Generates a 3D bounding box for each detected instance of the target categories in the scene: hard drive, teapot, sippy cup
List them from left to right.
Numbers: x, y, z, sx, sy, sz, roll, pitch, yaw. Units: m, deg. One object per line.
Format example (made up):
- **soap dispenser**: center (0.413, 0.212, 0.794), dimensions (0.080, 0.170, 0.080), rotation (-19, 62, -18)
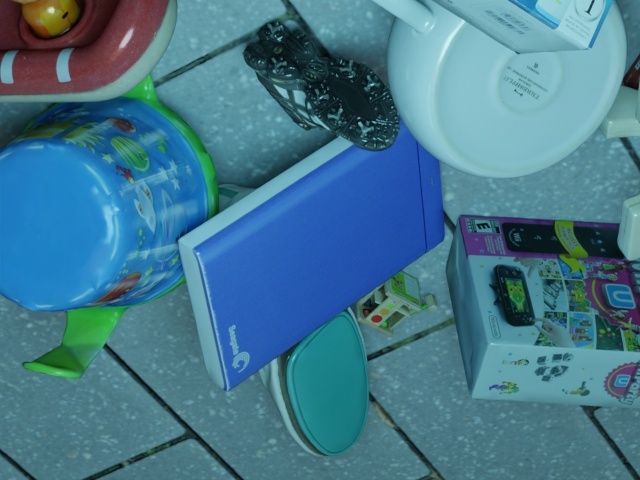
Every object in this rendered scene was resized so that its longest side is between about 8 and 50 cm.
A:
- **sippy cup**: center (-0.241, -0.029, 1.730), dimensions (0.240, 0.224, 0.305), rotation (-24, 93, 15)
- **hard drive**: center (0.000, 0.000, 1.842), dimensions (0.318, 0.040, 0.210), rotation (-34, 139, -24)
- **teapot**: center (0.160, -0.197, 1.698), dimensions (0.252, 0.187, 0.256), rotation (-22, 127, -12)

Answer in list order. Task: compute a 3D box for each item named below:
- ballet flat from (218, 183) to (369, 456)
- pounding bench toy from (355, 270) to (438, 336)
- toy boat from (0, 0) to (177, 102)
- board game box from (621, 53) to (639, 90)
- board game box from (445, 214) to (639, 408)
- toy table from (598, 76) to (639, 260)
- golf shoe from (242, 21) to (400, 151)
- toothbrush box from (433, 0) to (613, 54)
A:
- **ballet flat**: center (-0.044, 0.083, 1.991), dimensions (0.139, 0.139, 0.400), rotation (-14, 131, 8)
- **pounding bench toy**: center (0.089, 0.078, 2.039), dimensions (0.083, 0.052, 0.065), rotation (27, 125, -27)
- **toy boat**: center (-0.251, -0.220, 1.600), dimensions (0.231, 0.151, 0.151), rotation (0, 149, 22)
- **board game box**: center (0.469, -0.158, 1.871), dimensions (0.281, 0.027, 0.145), rotation (15, 131, -18)
- **board game box**: center (0.309, 0.080, 1.946), dimensions (0.303, 0.224, 0.097), rotation (4, 130, -10)
- **toy table**: center (0.389, -0.098, 1.759), dimensions (0.160, 0.252, 0.274), rotation (-15, 125, -14)
- **golf shoe**: center (0.010, -0.144, 1.756), dimensions (0.077, 0.198, 0.094), rotation (-42, 151, -13)
- **toothbrush box**: center (0.182, -0.340, 1.492), dimensions (0.216, 0.126, 0.296), rotation (29, 80, -24)
